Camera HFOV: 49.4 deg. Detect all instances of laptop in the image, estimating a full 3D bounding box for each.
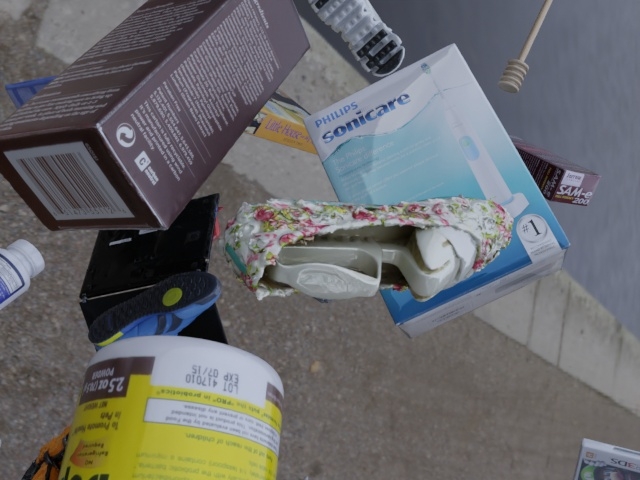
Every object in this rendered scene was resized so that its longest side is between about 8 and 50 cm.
[{"bbox_3d":[-0.259,0.081,1.153,0.137,0.234,0.264,61,24,-46],"label":"laptop"}]

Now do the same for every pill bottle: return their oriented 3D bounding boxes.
[{"bbox_3d":[-0.086,0.167,0.363,0.117,0.117,0.215,40,44,-46],"label":"pill bottle"},{"bbox_3d":[-0.674,0.082,1.444,0.187,0.112,0.112,-48,129,-43],"label":"pill bottle"}]

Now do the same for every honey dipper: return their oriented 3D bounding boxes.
[{"bbox_3d":[0.284,-0.277,0.939,0.030,0.030,0.161,29,84,-49],"label":"honey dipper"}]

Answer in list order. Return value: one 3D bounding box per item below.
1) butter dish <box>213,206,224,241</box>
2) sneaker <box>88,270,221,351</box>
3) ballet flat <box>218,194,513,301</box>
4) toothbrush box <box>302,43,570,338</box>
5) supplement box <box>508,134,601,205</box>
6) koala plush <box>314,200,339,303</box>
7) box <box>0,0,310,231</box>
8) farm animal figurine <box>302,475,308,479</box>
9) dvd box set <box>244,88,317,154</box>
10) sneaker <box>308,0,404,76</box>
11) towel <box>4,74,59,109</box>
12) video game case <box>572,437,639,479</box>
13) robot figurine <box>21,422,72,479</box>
[{"bbox_3d":[-0.316,-0.012,1.742,0.160,0.160,0.118,-29,105,-28],"label":"butter dish"},{"bbox_3d":[-0.225,0.113,0.996,0.082,0.209,0.069,56,13,-41],"label":"sneaker"},{"bbox_3d":[0.045,0.015,0.525,0.240,0.077,0.091,-3,126,-14],"label":"ballet flat"},{"bbox_3d":[0.138,-0.059,0.870,0.296,0.216,0.126,65,6,19],"label":"toothbrush box"},{"bbox_3d":[0.447,-0.155,1.466,0.130,0.239,0.073,3,114,-36],"label":"supplement box"},{"bbox_3d":[0.000,0.000,1.605,0.221,0.203,0.196,-55,179,2],"label":"koala plush"},{"bbox_3d":[-0.184,-0.181,0.829,0.381,0.191,0.143,-61,138,-38],"label":"box"},{"bbox_3d":[-0.039,0.630,1.535,0.172,0.330,0.327,-46,139,-16],"label":"farm animal figurine"},{"bbox_3d":[-0.164,-0.315,1.505,0.062,0.307,0.420,-54,157,15],"label":"dvd box set"},{"bbox_3d":[0.061,-0.463,1.412,0.292,0.110,0.118,55,15,-10],"label":"sneaker"},{"bbox_3d":[-0.591,-0.256,1.639,0.285,0.209,0.034,67,32,-35],"label":"towel"},{"bbox_3d":[0.485,0.408,1.094,0.022,0.173,0.190,-51,146,-54],"label":"video game case"},{"bbox_3d":[-0.418,0.402,1.142,0.211,0.291,0.085,-38,110,-1],"label":"robot figurine"}]
